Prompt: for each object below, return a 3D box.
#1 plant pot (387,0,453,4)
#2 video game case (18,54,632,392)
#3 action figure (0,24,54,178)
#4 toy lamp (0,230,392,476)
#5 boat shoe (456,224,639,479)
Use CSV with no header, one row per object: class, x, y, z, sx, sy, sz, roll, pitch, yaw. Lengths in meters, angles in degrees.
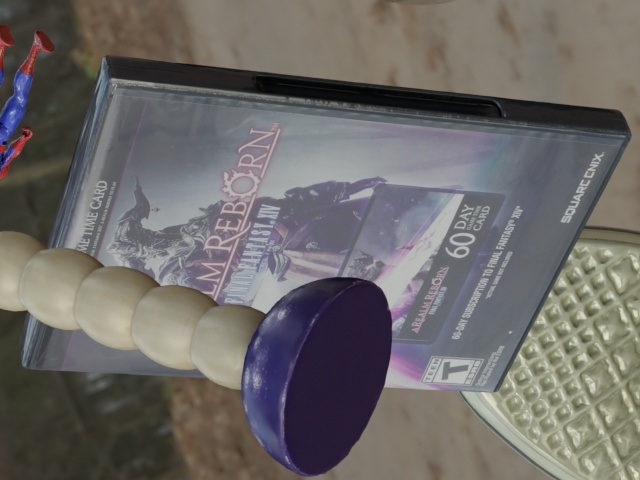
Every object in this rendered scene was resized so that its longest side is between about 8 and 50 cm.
plant pot,0.133,-0.319,1.212,0.280,0.323,0.323,-2,112,54
video game case,0.000,0.000,1.021,0.026,0.274,0.196,-108,31,-43
action figure,-0.182,-0.065,1.121,0.030,0.038,0.115,59,135,43
toy lamp,-0.109,0.015,0.737,0.275,0.080,0.080,17,136,30
boat shoe,0.266,0.100,1.427,0.156,0.500,0.187,21,95,55
